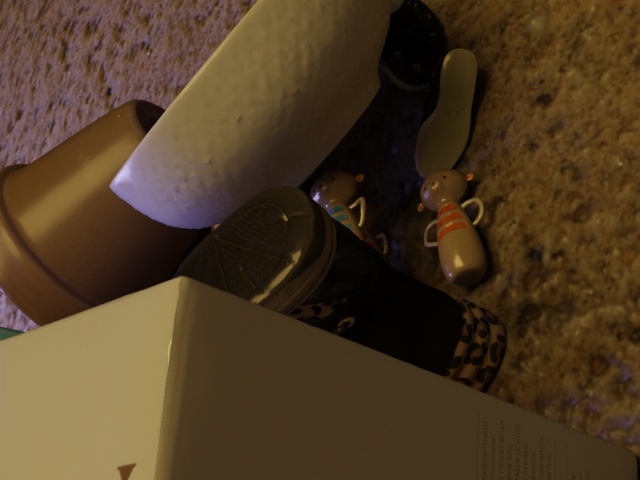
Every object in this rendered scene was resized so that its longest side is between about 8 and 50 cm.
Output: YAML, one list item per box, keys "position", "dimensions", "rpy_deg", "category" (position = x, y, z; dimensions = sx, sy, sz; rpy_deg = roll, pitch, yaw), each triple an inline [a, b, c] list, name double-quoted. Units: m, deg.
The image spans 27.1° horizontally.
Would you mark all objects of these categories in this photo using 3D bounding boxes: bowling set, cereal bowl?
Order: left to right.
- position: [-0.046, -0.138, 1.293]
  dimensions: [0.339, 0.141, 0.339]
  rpy_deg: [-48, 8, 9]
  category: "cereal bowl"
- position: [0.000, 0.000, 1.268]
  dimensions: [0.287, 0.200, 0.154]
  rpy_deg: [-32, 48, 26]
  category: "bowling set"

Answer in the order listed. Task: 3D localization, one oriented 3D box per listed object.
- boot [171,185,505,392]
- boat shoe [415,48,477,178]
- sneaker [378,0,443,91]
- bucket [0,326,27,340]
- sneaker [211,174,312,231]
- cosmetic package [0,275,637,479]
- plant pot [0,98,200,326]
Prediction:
- position: [-0.044, 0.126, 1.184]
  dimensions: [0.377, 0.284, 0.138]
  rpy_deg: [-43, 44, 26]
  category: "boot"
- position: [0.124, -0.124, 1.318]
  dimensions: [0.042, 0.049, 0.133]
  rpy_deg: [-150, 74, -86]
  category: "boat shoe"
- position: [0.064, -0.232, 1.430]
  dimensions: [0.086, 0.085, 0.237]
  rpy_deg: [102, 151, -44]
  category: "sneaker"
- position: [-0.387, 0.227, 1.549]
  dimensions: [0.281, 0.183, 0.281]
  rpy_deg: [-161, 90, -83]
  category: "bucket"
- position: [-0.084, -0.007, 1.475]
  dimensions: [0.104, 0.095, 0.236]
  rpy_deg: [-13, 56, 55]
  category: "sneaker"
- position: [0.003, 0.187, 0.952]
  dimensions: [0.230, 0.453, 0.161]
  rpy_deg: [-18, 58, 44]
  category: "cosmetic package"
- position: [-0.238, -0.035, 1.550]
  dimensions: [0.229, 0.263, 0.263]
  rpy_deg: [-43, 42, 16]
  category: "plant pot"
